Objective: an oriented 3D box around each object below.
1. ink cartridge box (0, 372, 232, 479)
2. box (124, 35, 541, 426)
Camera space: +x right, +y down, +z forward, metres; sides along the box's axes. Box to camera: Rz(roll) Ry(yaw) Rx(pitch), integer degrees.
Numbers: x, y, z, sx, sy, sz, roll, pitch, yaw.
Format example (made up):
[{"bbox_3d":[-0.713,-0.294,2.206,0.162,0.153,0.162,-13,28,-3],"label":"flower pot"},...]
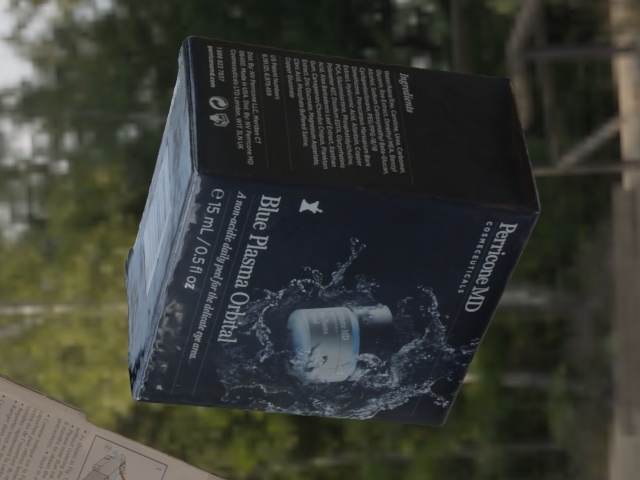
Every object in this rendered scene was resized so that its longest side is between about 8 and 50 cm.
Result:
[{"bbox_3d":[-0.220,0.244,1.220,0.261,0.066,0.296,28,-103,-30],"label":"ink cartridge box"},{"bbox_3d":[0.000,0.000,0.883,0.093,0.158,0.156,-98,19,-43],"label":"box"}]
